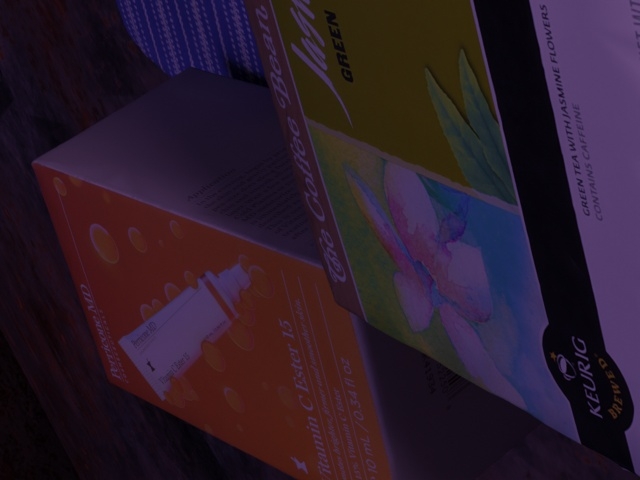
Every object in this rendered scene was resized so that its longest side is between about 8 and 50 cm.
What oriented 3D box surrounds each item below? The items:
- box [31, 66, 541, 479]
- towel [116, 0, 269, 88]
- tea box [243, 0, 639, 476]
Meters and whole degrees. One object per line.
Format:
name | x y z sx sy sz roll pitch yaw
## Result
box | -0.022 0.029 1.203 0.345 0.168 0.215 19 134 45
towel | -0.091 -0.198 1.337 0.336 0.040 0.243 40 152 43
tea box | 0.134 -0.103 0.724 0.323 0.220 0.329 28 141 54
